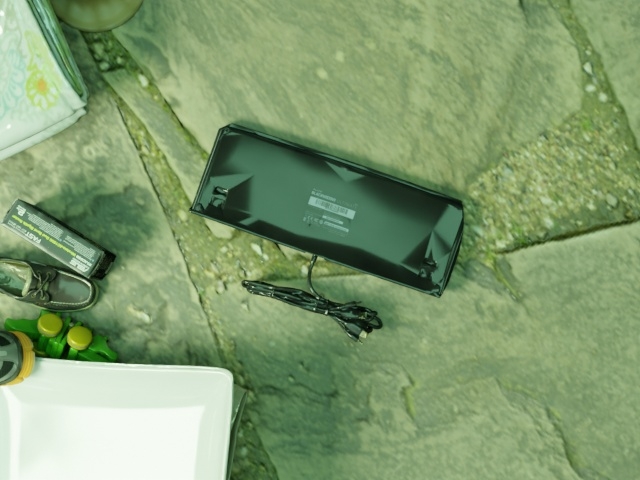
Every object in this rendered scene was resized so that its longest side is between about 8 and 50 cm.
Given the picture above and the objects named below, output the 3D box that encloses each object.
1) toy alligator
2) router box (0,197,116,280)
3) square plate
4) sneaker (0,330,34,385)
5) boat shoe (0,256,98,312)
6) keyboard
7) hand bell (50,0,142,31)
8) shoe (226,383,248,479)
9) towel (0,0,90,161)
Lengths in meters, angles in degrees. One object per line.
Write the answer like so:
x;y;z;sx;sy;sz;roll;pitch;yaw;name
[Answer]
-0.276;0.123;1.718;0.190;0.056;0.051;24;45;-3;toy alligator
-0.303;0.000;1.700;0.122;0.092;0.038;31;88;2;router box
-0.254;0.308;1.661;0.344;0.049;0.347;1;87;21;square plate
-0.436;0.144;1.680;0.215;0.083;0.084;-17;79;22;sneaker
-0.338;0.052;1.719;0.152;0.049;0.056;9;87;1;boat shoe
0.000;0.000;1.725;0.317;0.033;0.201;19;81;3;keyboard
-0.274;-0.317;1.642;0.126;0.242;0.126;0;88;1;hand bell
-0.129;0.268;1.690;0.058;0.076;0.219;8;85;7;shoe
-0.478;-0.219;1.692;0.374;0.090;0.320;-24;85;11;towel
